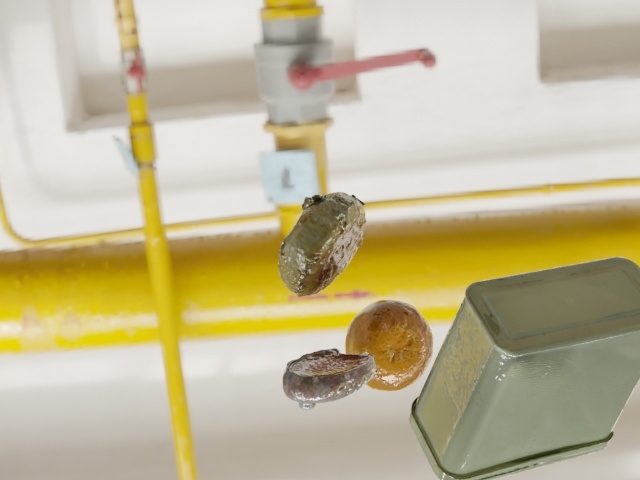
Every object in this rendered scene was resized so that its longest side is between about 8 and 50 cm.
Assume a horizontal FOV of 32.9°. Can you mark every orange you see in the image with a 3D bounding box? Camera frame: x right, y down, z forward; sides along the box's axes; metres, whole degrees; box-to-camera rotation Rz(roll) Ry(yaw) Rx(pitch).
[{"bbox_3d":[0.162,0.249,2.583,0.219,0.219,0.193,-13,-160,-22],"label":"orange"}]

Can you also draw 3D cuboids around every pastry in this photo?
[{"bbox_3d":[-0.003,0.005,2.332,0.121,0.257,0.236,35,-147,17],"label":"pastry"}]

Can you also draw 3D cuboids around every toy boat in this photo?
[{"bbox_3d":[0.014,0.284,2.191,0.155,0.085,0.227,8,-167,32],"label":"toy boat"}]

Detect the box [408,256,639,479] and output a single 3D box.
[{"bbox_3d":[0.359,0.215,1.800,0.352,0.343,0.177,-8,-133,-21],"label":"box"}]
